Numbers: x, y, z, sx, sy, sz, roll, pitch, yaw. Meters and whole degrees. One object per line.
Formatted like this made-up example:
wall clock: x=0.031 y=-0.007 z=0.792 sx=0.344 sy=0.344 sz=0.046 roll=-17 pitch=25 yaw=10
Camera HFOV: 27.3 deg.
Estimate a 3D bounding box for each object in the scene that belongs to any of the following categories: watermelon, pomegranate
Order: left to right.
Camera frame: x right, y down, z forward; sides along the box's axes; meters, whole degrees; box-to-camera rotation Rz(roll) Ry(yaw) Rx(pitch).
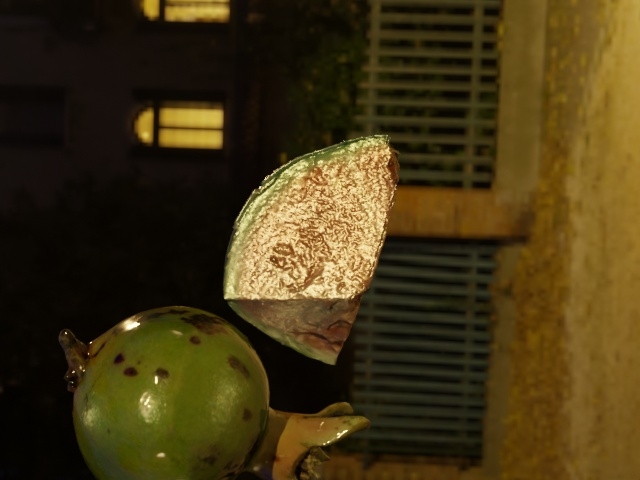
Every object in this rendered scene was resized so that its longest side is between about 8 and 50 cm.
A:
pomegranate: x=-0.077 y=0.121 z=0.953 sx=0.156 sy=0.220 sz=0.156 roll=-178 pitch=90 yaw=-66
watermelon: x=-0.016 y=-0.003 z=1.337 sx=0.128 sy=0.146 sz=0.231 roll=131 pitch=155 yaw=-83
